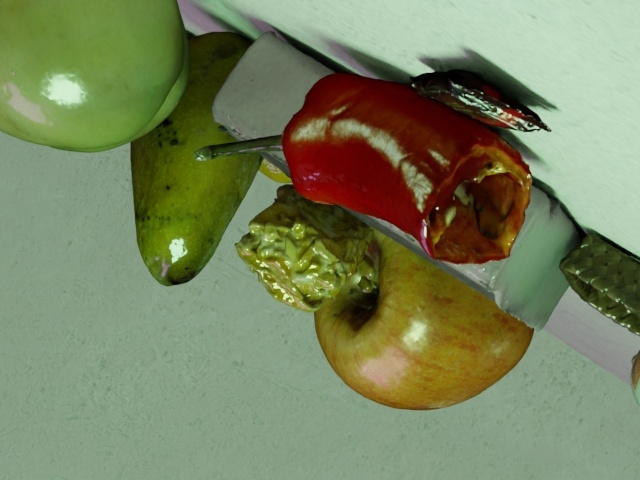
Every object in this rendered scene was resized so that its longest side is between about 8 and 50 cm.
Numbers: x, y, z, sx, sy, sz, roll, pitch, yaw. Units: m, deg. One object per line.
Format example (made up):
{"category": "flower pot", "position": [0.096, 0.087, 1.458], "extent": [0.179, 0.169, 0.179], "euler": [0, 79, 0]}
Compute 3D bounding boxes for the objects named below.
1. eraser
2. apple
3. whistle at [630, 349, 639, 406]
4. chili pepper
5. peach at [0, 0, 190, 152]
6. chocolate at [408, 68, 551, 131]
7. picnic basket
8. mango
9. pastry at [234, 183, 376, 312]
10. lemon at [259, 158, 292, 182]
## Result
{"category": "eraser", "position": [0.089, -0.060, 1.588], "extent": [0.359, 0.122, 0.272], "euler": [34, -179, 24]}
{"category": "apple", "position": [0.142, 0.078, 1.947], "extent": [0.275, 0.299, 0.299], "euler": [19, -174, -31]}
{"category": "whistle", "position": [0.399, 0.137, 1.685], "extent": [0.123, 0.123, 0.223], "euler": [33, 165, 23]}
{"category": "chili pepper", "position": [0.038, -0.088, 1.377], "extent": [0.134, 0.131, 0.338], "euler": [1, -163, -40]}
{"category": "peach", "position": [-0.267, -0.224, 1.569], "extent": [0.292, 0.247, 0.292], "euler": [49, -163, -21]}
{"category": "chocolate", "position": [0.116, -0.105, 1.122], "extent": [0.086, 0.028, 0.182], "euler": [26, -179, -7]}
{"category": "picnic basket", "position": [0.311, 0.050, 1.567], "extent": [0.110, 0.055, 0.193], "euler": [34, 180, 21]}
{"category": "mango", "position": [-0.145, -0.105, 1.731], "extent": [0.175, 0.329, 0.176], "euler": [-3, 128, 18]}
{"category": "pastry", "position": [0.000, 0.000, 1.773], "extent": [0.154, 0.102, 0.250], "euler": [29, -159, 7]}
{"category": "lemon", "position": [-0.052, -0.140, 2.277], "extent": [0.109, 0.109, 0.133], "euler": [32, -175, 31]}
